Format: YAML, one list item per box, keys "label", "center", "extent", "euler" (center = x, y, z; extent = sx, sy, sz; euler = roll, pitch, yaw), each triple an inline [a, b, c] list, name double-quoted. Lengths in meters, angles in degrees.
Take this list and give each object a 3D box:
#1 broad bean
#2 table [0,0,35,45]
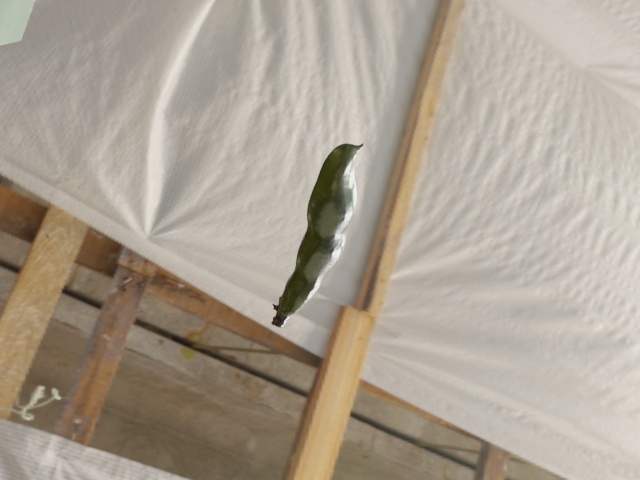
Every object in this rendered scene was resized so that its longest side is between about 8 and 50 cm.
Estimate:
- label: "broad bean"
  center: [0.001, 0.000, 0.958]
  extent: [0.060, 0.298, 0.043]
  euler: [0, -135, -21]
- label: "table"
  center: [-0.298, -0.190, 0.537]
  extent: [0.111, 0.122, 0.240]
  euler: [38, -149, 5]
